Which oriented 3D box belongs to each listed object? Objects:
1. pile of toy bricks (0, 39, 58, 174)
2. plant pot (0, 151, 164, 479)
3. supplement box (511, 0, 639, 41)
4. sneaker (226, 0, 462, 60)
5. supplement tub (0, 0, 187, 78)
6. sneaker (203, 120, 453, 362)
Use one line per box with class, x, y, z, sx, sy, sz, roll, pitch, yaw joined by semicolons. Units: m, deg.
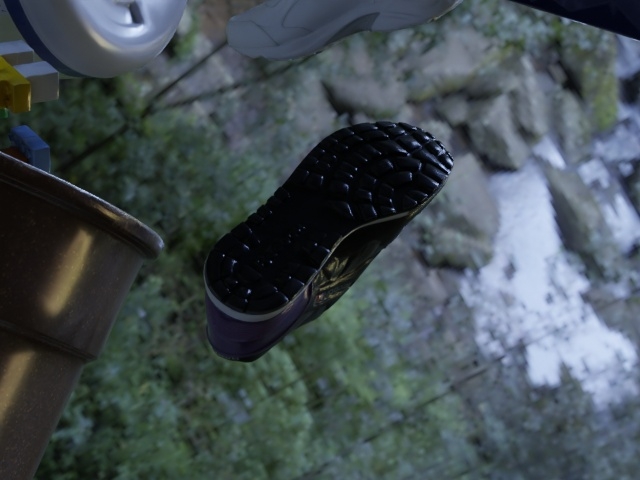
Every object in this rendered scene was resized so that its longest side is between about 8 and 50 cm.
pile of toy bricks;-0.233;-0.080;0.812;0.105;0.118;0.212;-13;34;-31
plant pot;-0.151;0.051;0.437;0.167;0.167;0.165;26;77;-36
supplement box;0.279;-0.277;0.921;0.356;0.195;0.194;-35;137;-38
sneaker;0.012;-0.235;1.334;0.115;0.232;0.090;70;24;-15
supplement tub;-0.295;-0.246;1.223;0.235;0.325;0.235;-2;93;-64
sneaker;0.000;0.000;1.324;0.283;0.124;0.107;-36;67;-29
